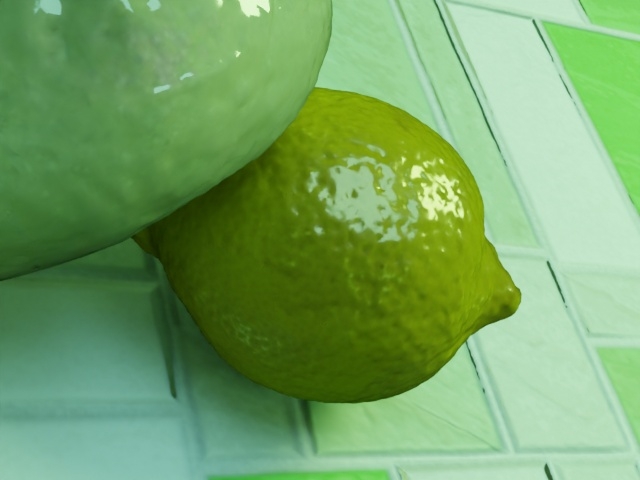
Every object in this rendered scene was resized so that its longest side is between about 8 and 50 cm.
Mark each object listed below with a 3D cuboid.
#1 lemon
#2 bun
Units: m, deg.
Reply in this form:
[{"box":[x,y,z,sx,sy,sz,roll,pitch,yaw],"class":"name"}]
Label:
[{"box":[0.000,0.000,0.656,0.244,0.186,0.186,17,43,6],"class":"lemon"},{"box":[-0.181,-0.128,0.566,0.361,0.213,0.361,-10,43,9],"class":"bun"}]
